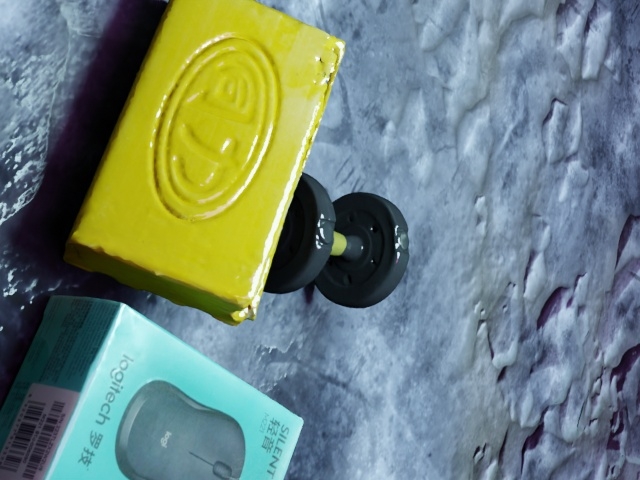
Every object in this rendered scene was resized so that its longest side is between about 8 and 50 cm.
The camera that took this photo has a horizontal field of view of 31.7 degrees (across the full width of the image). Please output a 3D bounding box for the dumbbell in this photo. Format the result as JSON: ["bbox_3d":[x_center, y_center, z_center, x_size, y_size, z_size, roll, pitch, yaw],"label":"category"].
[{"bbox_3d":[0.000,0.000,1.316,0.325,0.143,0.143,14,81,-49],"label":"dumbbell"}]

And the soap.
[{"bbox_3d":[-0.110,-0.096,1.149,0.204,0.096,0.324,21,71,-9],"label":"soap"}]

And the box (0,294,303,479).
[{"bbox_3d":[-0.172,0.211,1.145,0.311,0.118,0.205,41,63,-42],"label":"box"}]
